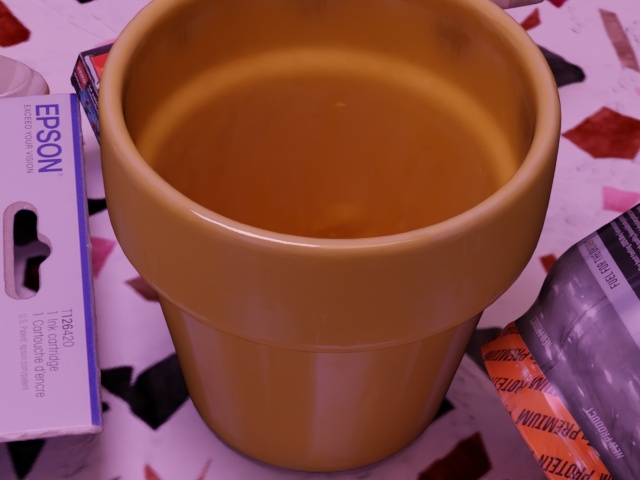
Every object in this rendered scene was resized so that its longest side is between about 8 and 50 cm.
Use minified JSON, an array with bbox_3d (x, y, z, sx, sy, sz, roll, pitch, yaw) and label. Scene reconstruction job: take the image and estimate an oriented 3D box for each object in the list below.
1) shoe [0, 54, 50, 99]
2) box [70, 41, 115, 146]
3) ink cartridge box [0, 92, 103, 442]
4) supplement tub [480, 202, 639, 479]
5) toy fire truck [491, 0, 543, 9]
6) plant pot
[{"bbox_3d":[-0.298,-0.110,1.318,0.219,0.058,0.076,1,46,-5],"label":"shoe"},{"bbox_3d":[-0.030,-0.080,1.280,0.233,0.044,0.159,-20,76,-22],"label":"box"},{"bbox_3d":[-0.296,0.032,1.177,0.307,0.072,0.303,-1,45,-9],"label":"ink cartridge box"},{"bbox_3d":[0.260,0.039,1.058,0.316,0.193,0.193,-32,49,8],"label":"supplement tub"},{"bbox_3d":[0.085,-0.227,1.421,0.217,0.158,0.246,-27,65,-28],"label":"toy fire truck"},{"bbox_3d":[0.000,0.000,1.108,0.254,0.239,0.254,2,44,-2],"label":"plant pot"}]
